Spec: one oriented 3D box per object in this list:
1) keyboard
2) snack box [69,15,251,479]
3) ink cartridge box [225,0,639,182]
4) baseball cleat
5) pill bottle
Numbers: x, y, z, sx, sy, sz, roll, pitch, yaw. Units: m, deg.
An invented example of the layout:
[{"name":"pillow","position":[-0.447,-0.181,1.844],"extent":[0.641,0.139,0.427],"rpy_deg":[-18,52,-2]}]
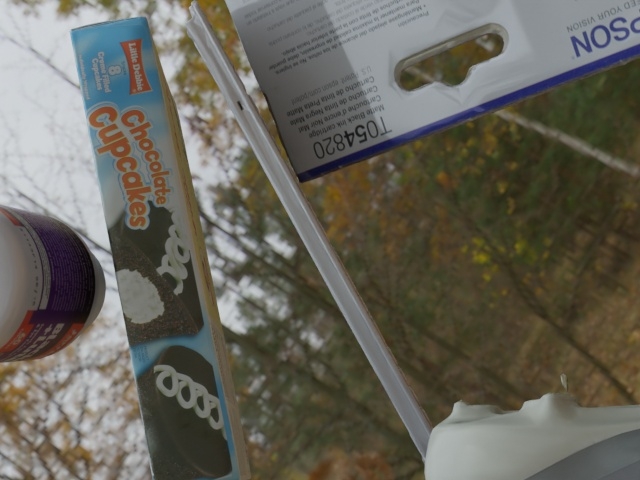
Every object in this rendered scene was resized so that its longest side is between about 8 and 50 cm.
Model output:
[{"name":"keyboard","position":[0.000,0.000,0.568],"extent":[0.014,0.256,0.072],"rpy_deg":[-29,1,4]},{"name":"snack box","position":[-0.112,0.022,0.829],"extent":[0.060,0.322,0.187],"rpy_deg":[-12,-11,-4]},{"name":"ink cartridge box","position":[0.040,-0.163,0.533],"extent":[0.223,0.224,0.045],"rpy_deg":[-17,6,36]},{"name":"baseball cleat","position":[0.138,0.098,0.375],"extent":[0.072,0.205,0.110],"rpy_deg":[25,-117,-68]},{"name":"pill bottle","position":[-0.218,0.031,0.788],"extent":[0.108,0.108,0.193],"rpy_deg":[-57,-9,2]}]
